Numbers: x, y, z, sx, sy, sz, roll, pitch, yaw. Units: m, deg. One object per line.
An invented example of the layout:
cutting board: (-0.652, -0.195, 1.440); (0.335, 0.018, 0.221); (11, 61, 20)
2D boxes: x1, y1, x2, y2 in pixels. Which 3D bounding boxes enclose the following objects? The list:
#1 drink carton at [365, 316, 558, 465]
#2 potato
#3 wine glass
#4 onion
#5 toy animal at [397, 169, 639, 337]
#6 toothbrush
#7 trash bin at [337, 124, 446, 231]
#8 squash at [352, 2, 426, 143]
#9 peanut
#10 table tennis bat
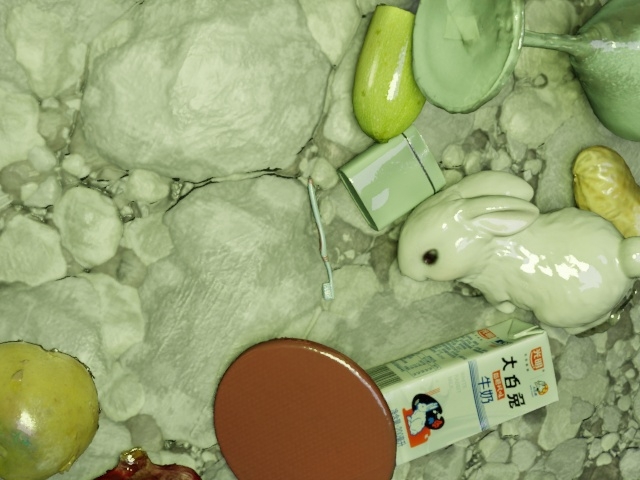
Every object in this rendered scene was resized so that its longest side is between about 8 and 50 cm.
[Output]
drink carton: (0.218, 0.236, 1.195); (0.315, 0.106, 0.131); (-18, 105, -15)
potato: (-0.396, 0.245, 1.007); (0.182, 0.117, 0.202); (-11, 103, -12)
wine glass: (0.343, -0.266, 1.016); (0.406, 0.267, 0.267); (-5, 101, -32)
onion: (-0.258, 0.389, 1.078); (0.205, 0.098, 0.151); (-6, 102, -15)
toy animal: (0.302, 0.014, 1.131); (0.357, 0.194, 0.258); (19, 138, -18)
toothbrush: (0.000, 0.000, 1.137); (0.019, 0.013, 0.193); (-10, 102, -6)
trash bin: (0.109, -0.096, 1.130); (0.130, 0.059, 0.116); (-35, 108, -7)
squash: (0.105, -0.233, 1.079); (0.123, 0.123, 0.187); (16, 97, -18)
peanut: (0.491, -0.057, 1.234); (0.103, 0.098, 0.229); (-28, 110, 33)
table tennis bat: (0.004, 0.332, 1.114); (0.268, 0.051, 0.415); (-30, 97, 15)
